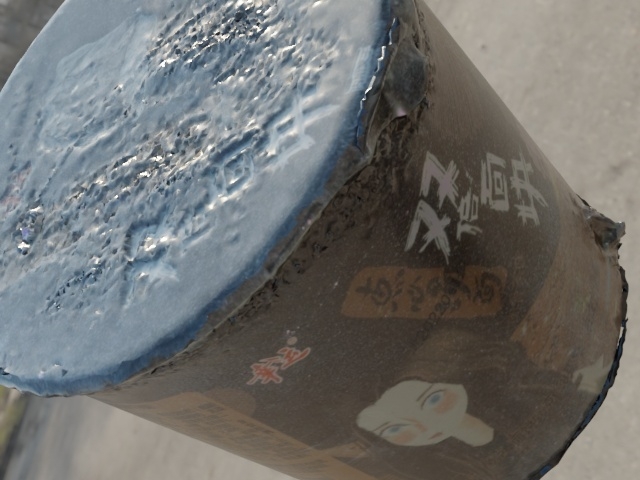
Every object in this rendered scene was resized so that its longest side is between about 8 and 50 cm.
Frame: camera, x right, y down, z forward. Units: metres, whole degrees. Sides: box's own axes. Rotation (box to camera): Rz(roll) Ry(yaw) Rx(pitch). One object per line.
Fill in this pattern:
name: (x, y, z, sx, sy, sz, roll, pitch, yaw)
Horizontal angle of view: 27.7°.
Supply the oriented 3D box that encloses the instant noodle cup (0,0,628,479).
instant noodle cup: (0.000, 0.000, 0.516, 0.217, 0.207, 0.217, -24, 48, 29)
